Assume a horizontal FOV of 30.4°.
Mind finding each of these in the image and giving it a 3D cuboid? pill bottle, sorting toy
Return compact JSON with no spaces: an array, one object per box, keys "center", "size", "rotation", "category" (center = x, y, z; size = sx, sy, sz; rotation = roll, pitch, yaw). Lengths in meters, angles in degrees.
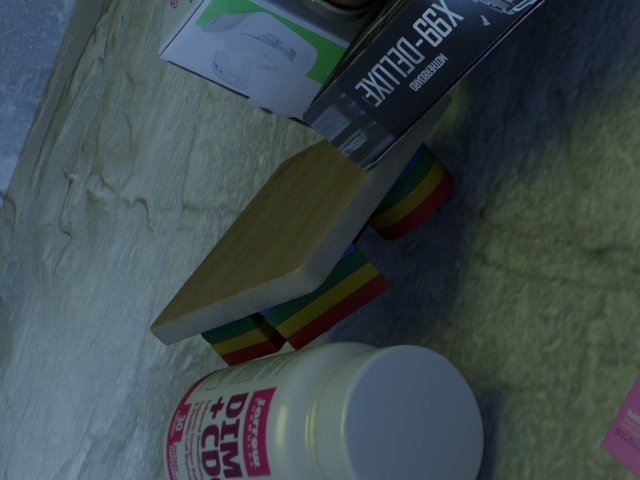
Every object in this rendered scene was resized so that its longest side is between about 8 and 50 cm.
[{"center":[-0.004,0.171,0.991],"size":[0.283,0.160,0.160],"rotation":[-21,53,54],"category":"pill bottle"},{"center":[0.000,0.000,1.094],"size":[0.255,0.089,0.257],"rotation":[-23,25,51],"category":"sorting toy"}]

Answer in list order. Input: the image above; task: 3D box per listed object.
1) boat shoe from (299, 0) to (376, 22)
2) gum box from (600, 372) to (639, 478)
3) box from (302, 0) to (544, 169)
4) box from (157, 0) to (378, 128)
[{"center":[0.044,-0.300,1.087],"size":[0.104,0.110,0.307],"rotation":[-47,9,33],"category":"boat shoe"},{"center":[0.253,0.118,0.677],"size":[0.107,0.062,0.188],"rotation":[-64,28,7],"category":"gum box"},{"center":[0.123,-0.228,1.018],"size":[0.242,0.076,0.307],"rotation":[-44,12,38],"category":"box"},{"center":[-0.023,-0.249,1.219],"size":[0.127,0.262,0.231],"rotation":[-42,36,39],"category":"box"}]
